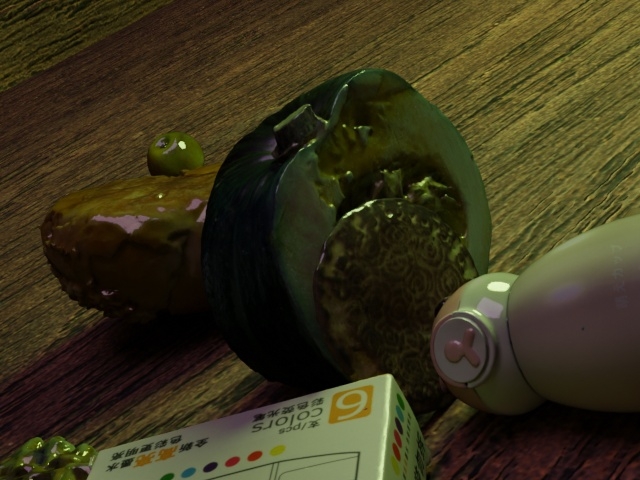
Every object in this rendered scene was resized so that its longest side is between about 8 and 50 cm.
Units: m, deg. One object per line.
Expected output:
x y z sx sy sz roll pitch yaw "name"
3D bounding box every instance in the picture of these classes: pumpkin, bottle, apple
0.000 0.000 1.116 0.196 0.263 0.293 -14 30 44 "pumpkin"
0.193 0.070 0.938 0.236 0.148 0.147 -16 22 33 "bottle"
-0.223 -0.122 1.835 0.089 0.074 0.090 -19 43 18 "apple"

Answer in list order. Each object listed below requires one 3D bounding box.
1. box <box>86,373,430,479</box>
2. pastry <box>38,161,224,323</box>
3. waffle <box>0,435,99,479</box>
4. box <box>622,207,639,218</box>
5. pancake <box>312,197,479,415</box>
-0.059 0.218 0.886 0.273 0.091 0.221 -17 24 12 "box"
-0.157 0.005 1.367 0.310 0.162 0.255 -12 12 -2 "pastry"
-0.275 0.248 1.061 0.204 0.054 0.223 -33 24 -27 "waffle"
0.295 0.006 1.135 0.048 0.025 0.115 5 34 38 "box"
0.072 0.055 1.018 0.021 0.199 0.199 -17 18 49 "pancake"
